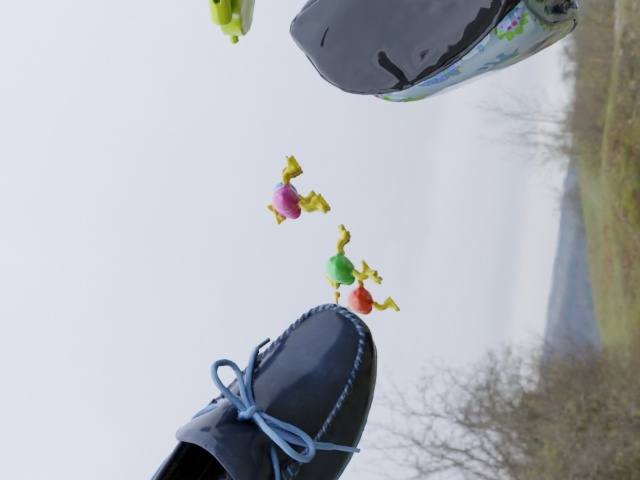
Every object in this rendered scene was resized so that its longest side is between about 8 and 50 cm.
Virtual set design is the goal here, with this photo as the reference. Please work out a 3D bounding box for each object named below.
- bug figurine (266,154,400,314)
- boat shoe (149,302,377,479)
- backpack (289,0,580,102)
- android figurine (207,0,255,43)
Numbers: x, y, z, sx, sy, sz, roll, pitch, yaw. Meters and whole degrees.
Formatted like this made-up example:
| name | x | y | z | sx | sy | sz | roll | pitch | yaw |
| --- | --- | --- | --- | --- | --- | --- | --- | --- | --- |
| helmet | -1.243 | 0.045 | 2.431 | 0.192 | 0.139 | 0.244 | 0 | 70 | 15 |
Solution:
| name | x | y | z | sx | sy | sz | roll | pitch | yaw |
| --- | --- | --- | --- | --- | --- | --- | --- | --- | --- |
| bug figurine | 0.000 | 0.000 | 1.137 | 0.072 | 0.279 | 0.216 | -35 | -12 | -1 |
| boat shoe | -0.047 | 0.146 | 0.514 | 0.258 | 0.109 | 0.089 | -59 | -31 | -19 |
| backpack | 0.180 | -0.309 | 1.021 | 0.273 | 0.290 | 0.355 | 52 | -142 | -15 |
| android figurine | -0.165 | -0.504 | 1.543 | 0.273 | 0.056 | 0.248 | 89 | -173 | -52 |
